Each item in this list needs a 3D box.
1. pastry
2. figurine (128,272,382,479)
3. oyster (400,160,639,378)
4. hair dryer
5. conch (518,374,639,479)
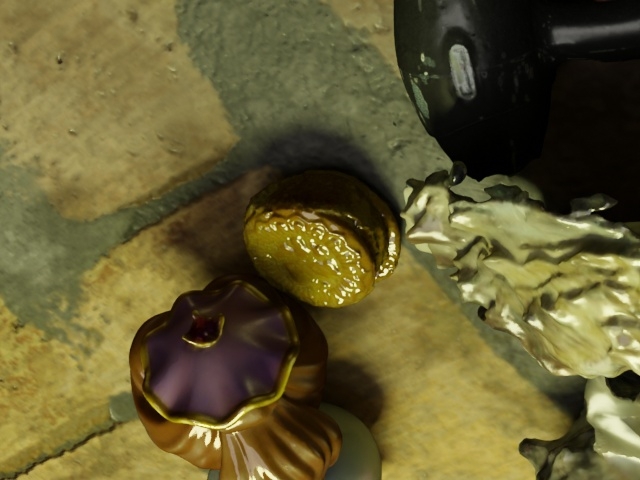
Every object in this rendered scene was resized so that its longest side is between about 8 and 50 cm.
[{"bbox_3d":[0.000,0.000,1.130,0.109,0.057,0.097,37,135,-7],"label":"pastry"},{"bbox_3d":[-0.042,0.132,1.192,0.189,0.142,0.263,47,166,51],"label":"figurine"},{"bbox_3d":[0.174,0.016,0.915,0.238,0.351,0.114,-1,102,-25],"label":"oyster"},{"bbox_3d":[0.166,-0.159,0.928,0.272,0.091,0.235,-7,115,15],"label":"hair dryer"},{"bbox_3d":[0.238,0.176,1.110,0.241,0.186,0.313,26,151,22],"label":"conch"}]
